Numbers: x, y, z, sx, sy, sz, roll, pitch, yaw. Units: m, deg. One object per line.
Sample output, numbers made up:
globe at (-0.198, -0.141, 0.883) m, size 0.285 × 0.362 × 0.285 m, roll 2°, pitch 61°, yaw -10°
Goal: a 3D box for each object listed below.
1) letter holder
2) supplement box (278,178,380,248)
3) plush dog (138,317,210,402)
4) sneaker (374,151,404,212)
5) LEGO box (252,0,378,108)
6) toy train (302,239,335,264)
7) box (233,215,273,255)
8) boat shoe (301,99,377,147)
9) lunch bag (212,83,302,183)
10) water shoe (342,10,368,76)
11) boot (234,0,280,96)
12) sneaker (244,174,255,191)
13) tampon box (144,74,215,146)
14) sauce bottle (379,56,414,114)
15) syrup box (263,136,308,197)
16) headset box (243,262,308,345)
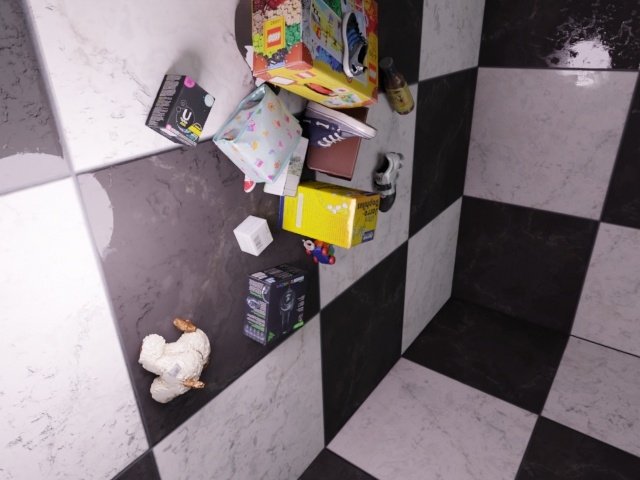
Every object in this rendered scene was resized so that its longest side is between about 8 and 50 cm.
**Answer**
letter holder at (0.067, -0.431, 1.921) m, size 0.152 × 0.214 × 0.302 m, roll -57°, pitch 161°, yaw -86°
supplement box at (0.031, -0.118, 1.788) m, size 0.194 × 0.356 × 0.196 m, roll -17°, pitch 118°, yaw -52°
plush dog at (-0.448, 0.391, 1.486) m, size 0.225 × 0.210 × 0.263 m, roll -66°, pitch 155°, yaw -56°
sneaker at (0.337, -0.316, 2.398) m, size 0.146 × 0.122 × 0.331 m, roll 0°, pitch 105°, yaw -37°
LEGO box at (0.002, -0.685, 1.486) m, size 0.500 × 0.193 × 0.373 m, roll -4°, pitch 94°, yaw -57°
toy train at (0.000, 0.000, 2.038) m, size 0.248 × 0.105 × 0.144 m, roll 52°, pitch 51°, yaw -51°
box at (-0.250, -0.019, 1.662) m, size 0.102 × 0.087 × 0.101 m, roll -49°, pitch 140°, yaw -34°
boat shoe at (0.060, -0.419, 1.735) m, size 0.127 × 0.340 × 0.158 m, roll -1°, pitch 118°, yaw -52°
lunch bag at (-0.193, -0.359, 1.501) m, size 0.223 × 0.160 × 0.262 m, roll 44°, pitch 69°, yaw -38°
water shoe at (0.119, -0.626, 1.415) m, size 0.072 × 0.080 × 0.203 m, roll -8°, pitch 98°, yaw -57°
boot at (-0.203, -0.638, 1.482) m, size 0.115 × 0.112 × 0.306 m, roll -81°, pitch 159°, yaw -55°
sneaker at (-0.257, -0.238, 1.597) m, size 0.067 × 0.042 × 0.119 m, roll 44°, pitch 60°, yaw -58°
tampon box at (-0.400, -0.370, 1.273) m, size 0.120 × 0.101 × 0.161 m, roll 28°, pitch 80°, yaw -57°
sauce bottle at (0.381, -0.778, 2.247) m, size 0.344 × 0.111 × 0.112 m, roll 42°, pitch 69°, yaw -52°
syrup box at (-0.132, -0.291, 1.709) m, size 0.093 × 0.096 × 0.237 m, roll 2°, pitch 102°, yaw -58°
headset box at (-0.184, 0.265, 1.844) m, size 0.246 × 0.131 × 0.284 m, roll -13°, pitch 115°, yaw -53°
